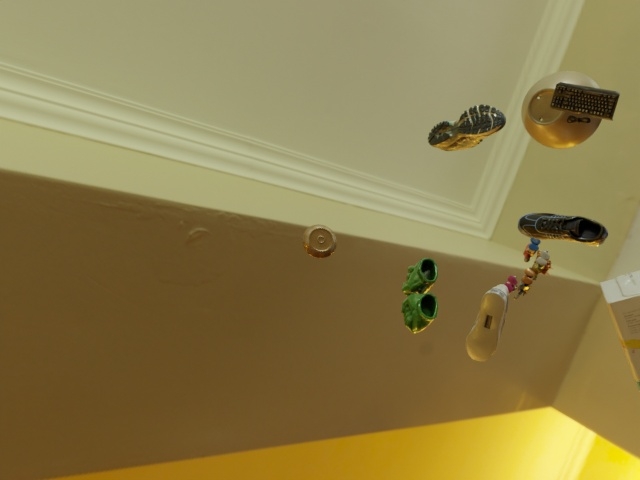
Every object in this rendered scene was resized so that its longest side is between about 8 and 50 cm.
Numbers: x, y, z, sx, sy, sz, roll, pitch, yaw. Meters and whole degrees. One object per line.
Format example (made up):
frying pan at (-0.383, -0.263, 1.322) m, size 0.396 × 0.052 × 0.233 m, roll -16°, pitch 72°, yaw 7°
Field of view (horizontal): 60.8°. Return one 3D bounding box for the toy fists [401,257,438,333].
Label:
toy fists at (0.351, 0.199, 1.963) m, size 0.096 × 0.279 × 0.142 m, roll 14°, pitch -36°, yaw -9°

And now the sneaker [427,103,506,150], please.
sneaker at (0.510, -0.372, 1.850) m, size 0.122 × 0.283 × 0.110 m, roll 20°, pitch -108°, yaw -37°

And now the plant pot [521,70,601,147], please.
plant pot at (0.849, -0.477, 1.977) m, size 0.191 × 0.284 × 0.284 m, roll -9°, pitch -65°, yaw -47°

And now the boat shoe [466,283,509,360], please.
boat shoe at (0.527, 0.255, 1.700) m, size 0.088 × 0.096 × 0.267 m, roll -29°, pitch -50°, yaw -47°

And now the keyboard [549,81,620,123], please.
keyboard at (0.745, -0.383, 1.551) m, size 0.023 × 0.180 × 0.108 m, roll -15°, pitch -60°, yaw -39°

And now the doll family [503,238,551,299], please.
doll family at (0.720, 0.121, 1.881) m, size 0.263 × 0.118 × 0.163 m, roll -55°, pitch -19°, yaw -7°

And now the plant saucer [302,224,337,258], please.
plant saucer at (0.000, 0.000, 1.273) m, size 0.083 × 0.015 × 0.083 m, roll 4°, pitch -108°, yaw -13°

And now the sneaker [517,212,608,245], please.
sneaker at (0.656, -0.039, 1.486) m, size 0.090 × 0.232 × 0.081 m, roll 30°, pitch -108°, yaw -62°

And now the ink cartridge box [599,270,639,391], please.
ink cartridge box at (0.846, 0.221, 1.349) m, size 0.270 × 0.197 × 0.198 m, roll 68°, pitch -155°, yaw -2°
